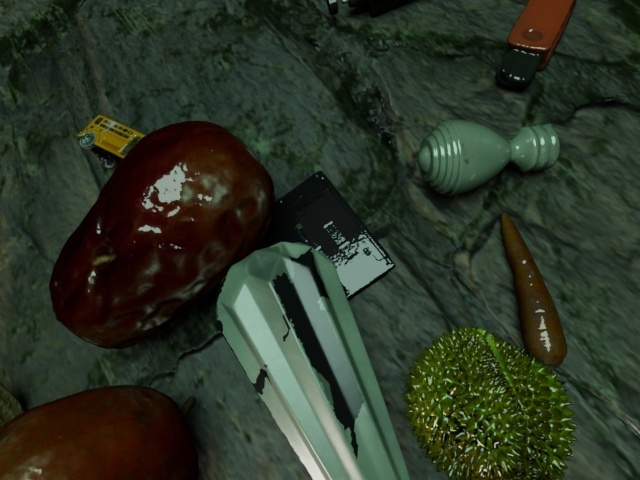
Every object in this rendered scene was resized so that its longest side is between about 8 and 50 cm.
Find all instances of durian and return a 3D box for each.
[{"bbox_3d":[0.182,0.190,0.471,0.159,0.146,0.198,-34,71,-35],"label":"durian"}]

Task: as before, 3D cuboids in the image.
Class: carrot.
[{"bbox_3d":[0.268,0.055,0.565,0.048,0.048,0.217,-7,63,7],"label":"carrot"}]

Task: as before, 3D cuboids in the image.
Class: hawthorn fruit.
[{"bbox_3d":[-0.248,0.263,0.487,0.260,0.224,0.224,-30,64,-30],"label":"hawthorn fruit"}]

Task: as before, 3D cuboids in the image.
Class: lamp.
[{"bbox_3d":[0.231,-0.120,0.612,0.192,0.106,0.106,-5,67,-2],"label":"lamp"}]

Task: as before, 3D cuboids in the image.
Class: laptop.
[{"bbox_3d":[0.000,0.000,0.645,0.135,0.016,0.197,-35,67,-4],"label":"laptop"}]

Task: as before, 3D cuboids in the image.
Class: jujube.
[{"bbox_3d":[-0.203,-0.009,0.579,0.318,0.223,0.223,-46,68,-1],"label":"jujube"}]

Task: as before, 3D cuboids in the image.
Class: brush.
[{"bbox_3d":[0.377,-0.376,0.714,0.070,0.051,0.324,27,78,25],"label":"brush"}]

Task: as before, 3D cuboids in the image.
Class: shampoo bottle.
[{"bbox_3d":[0.124,-0.460,0.779,0.236,0.067,0.068,-20,75,2],"label":"shampoo bottle"}]

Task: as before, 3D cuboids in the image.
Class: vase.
[{"bbox_3d":[0.007,0.180,0.501,0.164,0.165,0.361,-28,70,-2],"label":"vase"}]

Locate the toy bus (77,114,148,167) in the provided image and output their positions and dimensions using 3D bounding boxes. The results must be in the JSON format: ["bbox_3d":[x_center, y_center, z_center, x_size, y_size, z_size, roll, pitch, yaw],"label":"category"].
[{"bbox_3d":[-0.321,-0.148,0.732,0.162,0.070,0.074,26,73,19],"label":"toy bus"}]

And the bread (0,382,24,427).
[{"bbox_3d":[-0.451,0.252,0.566,0.073,0.149,0.122,-10,25,7],"label":"bread"}]
